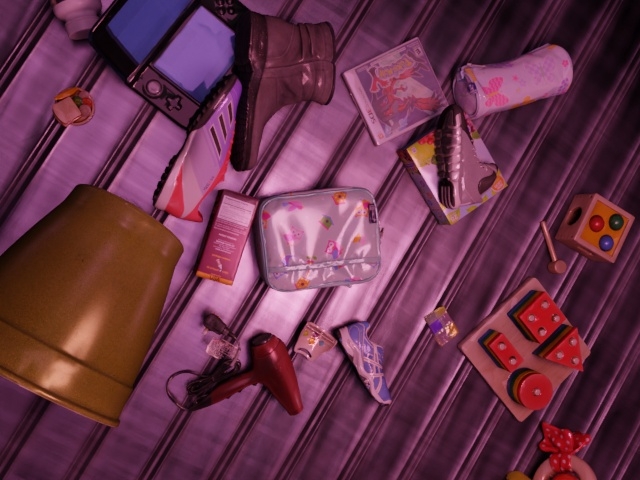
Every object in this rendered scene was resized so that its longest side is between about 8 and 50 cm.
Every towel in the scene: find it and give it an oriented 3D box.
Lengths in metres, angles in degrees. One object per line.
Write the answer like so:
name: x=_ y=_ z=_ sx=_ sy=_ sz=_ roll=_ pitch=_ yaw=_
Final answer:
towel: x=0.289 y=0.203 z=1.560 sx=0.060 sy=0.009 sz=0.083 roll=-32 pitch=100 yaw=-10

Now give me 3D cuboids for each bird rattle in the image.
bird rattle: x=0.571 y=0.572 z=1.558 sx=0.253 sy=0.207 sz=0.143 roll=-45 pitch=120 yaw=1

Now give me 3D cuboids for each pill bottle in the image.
pill bottle: x=-0.487 y=-0.489 z=1.291 sx=0.094 sy=0.094 sz=0.169 roll=-18 pitch=96 yaw=-13

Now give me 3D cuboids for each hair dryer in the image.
hair dryer: x=-0.163 y=0.296 z=1.432 sx=0.294 sy=0.080 sz=0.223 roll=26 pitch=102 yaw=-8

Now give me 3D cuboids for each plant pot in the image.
plant pot: x=-0.444 y=0.099 z=1.222 sx=0.366 sy=0.366 sz=0.353 roll=32 pitch=72 yaw=-13

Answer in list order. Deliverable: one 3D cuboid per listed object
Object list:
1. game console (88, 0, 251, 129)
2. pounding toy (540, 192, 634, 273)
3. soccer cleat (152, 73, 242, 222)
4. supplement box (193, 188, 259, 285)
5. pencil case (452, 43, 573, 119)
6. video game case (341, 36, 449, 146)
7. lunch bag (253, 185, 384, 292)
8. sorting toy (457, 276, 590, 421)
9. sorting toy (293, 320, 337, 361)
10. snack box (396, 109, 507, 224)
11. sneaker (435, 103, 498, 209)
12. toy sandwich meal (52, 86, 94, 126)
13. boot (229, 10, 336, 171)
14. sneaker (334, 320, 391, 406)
game console: x=-0.268 y=-0.411 z=1.311 sx=0.250 sy=0.173 sz=0.293 roll=38 pitch=84 yaw=-12
pounding toy: x=0.631 y=-0.008 z=1.595 sx=0.181 sy=0.094 sz=0.206 roll=28 pitch=85 yaw=-14
soccer cleat: x=-0.227 y=-0.186 z=1.347 sx=0.116 sy=0.108 sz=0.318 roll=27 pitch=102 yaw=-19
supplement box: x=-0.199 y=-0.009 z=1.379 sx=0.081 sy=0.104 sz=0.188 roll=18 pitch=87 yaw=-14
pencil case: x=0.444 y=-0.370 z=1.524 sx=0.273 sy=0.113 sz=0.124 roll=-17 pitch=82 yaw=-13
video game case: x=0.174 y=-0.340 z=1.502 sx=0.201 sy=0.023 sz=0.183 roll=-28 pitch=99 yaw=-12
lunch bag: x=0.000 y=0.000 z=1.428 sx=0.279 sy=0.108 sz=0.224 roll=-6 pitch=94 yaw=-14
sorting toy: x=0.510 y=0.267 z=1.578 sx=0.257 sy=0.089 sz=0.255 roll=-41 pitch=101 yaw=-10
sorting toy: x=-0.020 y=0.229 z=1.469 sx=0.083 sy=0.045 sz=0.075 roll=35 pitch=91 yaw=-13
snack box: x=0.305 y=-0.166 z=1.519 sx=0.174 sy=0.070 sz=0.207 roll=-35 pitch=101 yaw=-11
sneaker: x=0.330 y=-0.187 z=1.453 sx=0.132 sy=0.086 sz=0.228 roll=-6 pitch=104 yaw=-19
toy sandwich meal: x=-0.501 y=-0.272 z=1.330 sx=0.086 sy=0.029 sz=0.085 roll=-1 pitch=92 yaw=-14
boot: x=-0.073 y=-0.304 z=1.396 sx=0.223 sy=0.118 sz=0.338 roll=1 pitch=108 yaw=-31
sneaker: x=0.114 y=0.279 z=1.483 sx=0.081 sy=0.080 sz=0.211 roll=-29 pitch=100 yaw=-8
